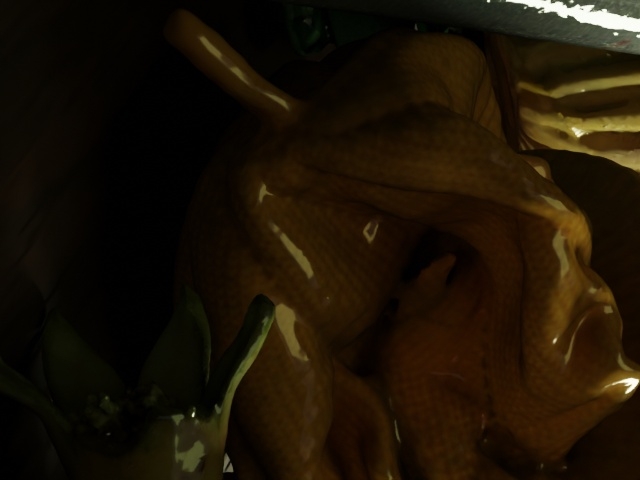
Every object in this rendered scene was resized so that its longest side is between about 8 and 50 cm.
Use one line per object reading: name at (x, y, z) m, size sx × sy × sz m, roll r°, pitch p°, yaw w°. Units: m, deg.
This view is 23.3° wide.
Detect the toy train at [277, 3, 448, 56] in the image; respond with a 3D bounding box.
toy train at (0.007, -0.185, 0.619) m, size 0.251 × 0.085 × 0.119 m, roll 77°, pitch 15°, yaw -47°

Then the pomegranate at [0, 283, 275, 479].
pomegranate at (-0.057, 0.126, 0.512) m, size 0.156 × 0.156 × 0.220 m, roll 16°, pitch 52°, yaw -67°

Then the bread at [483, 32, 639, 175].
bread at (0.166, -0.112, 0.875) m, size 0.274 × 0.149 × 0.274 m, roll -15°, pitch 90°, yaw -82°

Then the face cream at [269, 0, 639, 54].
face cream at (0.030, -0.113, 0.543) m, size 0.283 × 0.073 × 0.073 m, roll 3°, pitch 96°, yaw -32°

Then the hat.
hat at (0.000, 0.000, 0.580) m, size 0.233 × 0.244 × 0.233 m, roll 51°, pitch 7°, yaw -41°
